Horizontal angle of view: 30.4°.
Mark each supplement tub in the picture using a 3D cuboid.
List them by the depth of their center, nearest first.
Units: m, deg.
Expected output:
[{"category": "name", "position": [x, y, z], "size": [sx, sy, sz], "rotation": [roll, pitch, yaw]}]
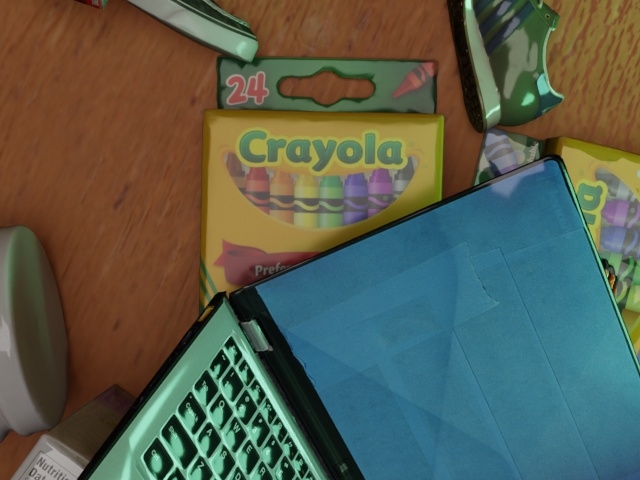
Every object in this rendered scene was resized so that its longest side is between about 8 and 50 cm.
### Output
[{"category": "supplement tub", "position": [-0.359, 0.091, 0.953], "size": [0.272, 0.191, 0.191], "rotation": [-9, 93, 1]}]

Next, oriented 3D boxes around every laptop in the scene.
[{"category": "laptop", "position": [0.064, 0.215, 0.866], "size": [0.236, 0.408, 0.382], "rotation": [-5, 125, 37]}]

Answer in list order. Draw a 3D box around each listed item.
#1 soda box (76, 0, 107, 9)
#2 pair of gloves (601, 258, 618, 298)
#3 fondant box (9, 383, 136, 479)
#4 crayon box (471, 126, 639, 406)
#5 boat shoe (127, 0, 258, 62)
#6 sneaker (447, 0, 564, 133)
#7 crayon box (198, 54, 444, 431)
[{"category": "soda box", "position": [-0.169, -0.323, 0.937], "size": [0.083, 0.092, 0.263], "rotation": [18, 71, 0]}, {"category": "pair of gloves", "position": [0.197, 0.044, 0.953], "size": [0.083, 0.010, 0.074], "rotation": [16, 94, 1]}, {"category": "fondant box", "position": [-0.248, 0.286, 0.939], "size": [0.096, 0.238, 0.330], "rotation": [38, 93, 1]}, {"category": "crayon box", "position": [0.277, 0.035, 0.999], "size": [0.323, 0.083, 0.203], "rotation": [14, 93, 1]}, {"category": "boat shoe", "position": [-0.140, -0.228, 0.992], "size": [0.219, 0.078, 0.070], "rotation": [32, 94, 1]}, {"category": "sneaker", "position": [0.158, -0.192, 1.002], "size": [0.086, 0.064, 0.192], "rotation": [-10, 93, -7]}, {"category": "crayon box", "position": [0.000, 0.000, 1.000], "size": [0.202, 0.081, 0.318], "rotation": [0, 93, 1]}]
